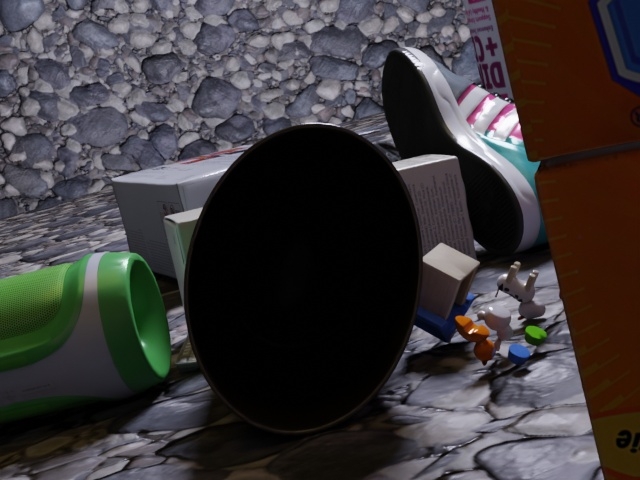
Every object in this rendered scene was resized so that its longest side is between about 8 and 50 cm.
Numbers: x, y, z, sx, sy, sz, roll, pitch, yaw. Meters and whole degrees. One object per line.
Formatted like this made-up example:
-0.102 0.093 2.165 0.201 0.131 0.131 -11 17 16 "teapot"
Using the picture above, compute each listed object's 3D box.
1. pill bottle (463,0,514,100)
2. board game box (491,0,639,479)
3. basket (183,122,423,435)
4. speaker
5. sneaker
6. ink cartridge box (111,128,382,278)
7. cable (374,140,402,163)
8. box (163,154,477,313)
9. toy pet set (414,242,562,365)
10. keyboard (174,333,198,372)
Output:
0.271 -0.210 1.402 0.160 0.283 0.160 -14 10 2 "pill bottle"
0.304 -0.102 0.537 0.357 0.356 0.356 -10 11 25 "board game box"
-0.018 0.027 0.870 0.154 0.204 0.227 9 -2 -4 "basket"
-0.282 0.096 0.971 0.297 0.131 0.131 -14 10 6 "speaker"
0.195 -0.108 1.194 0.178 0.123 0.295 -9 46 -25 "sneaker"
-0.088 -0.049 1.485 0.272 0.130 0.309 -17 10 -21 "ink cartridge box"
0.102 -0.105 1.820 0.139 0.072 0.287 0 17 -22 "cable"
0.000 0.000 1.101 0.275 0.113 0.094 -13 9 -13 "box"
0.112 0.060 0.853 0.114 0.065 0.122 28 32 20 "toy pet set"
-0.087 0.078 1.109 0.072 0.014 0.256 -14 10 3 "keyboard"
